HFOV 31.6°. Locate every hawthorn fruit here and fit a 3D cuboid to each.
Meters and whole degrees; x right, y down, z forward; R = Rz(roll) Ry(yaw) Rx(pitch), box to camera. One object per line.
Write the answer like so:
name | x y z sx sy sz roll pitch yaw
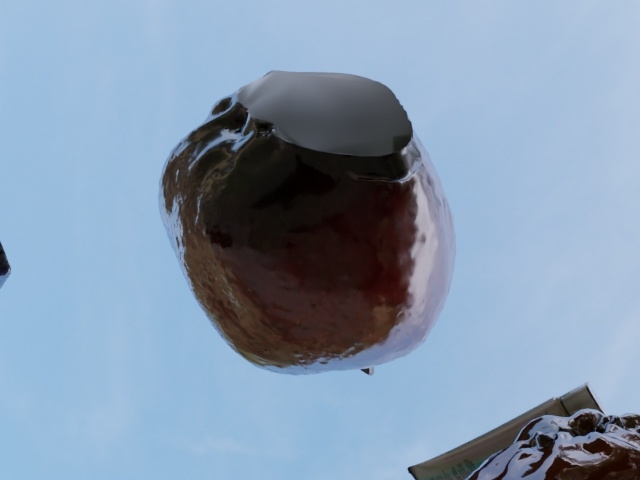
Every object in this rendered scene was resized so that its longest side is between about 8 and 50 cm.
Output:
hawthorn fruit | 0.098 0.119 0.399 0.128 0.128 0.128 10 -70 30
hawthorn fruit | 0.000 0.000 0.826 0.215 0.215 0.249 -3 -50 34

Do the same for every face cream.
face cream | 0.105 0.116 0.631 0.115 0.020 0.038 -32 -73 15

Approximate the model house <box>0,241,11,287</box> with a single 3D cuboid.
model house | -0.245 0.032 0.696 0.100 0.101 0.087 25 -57 50
